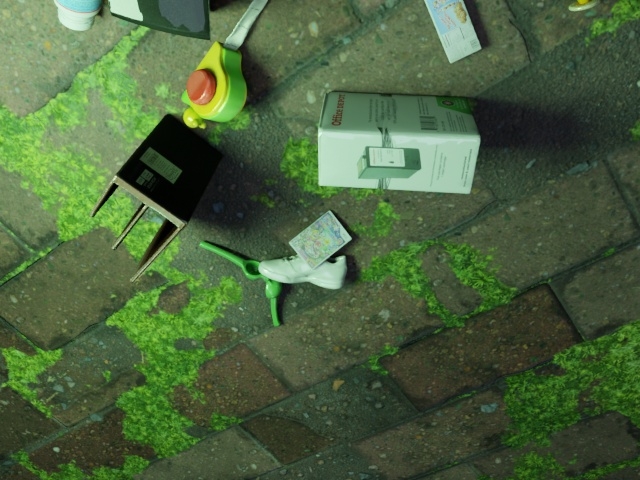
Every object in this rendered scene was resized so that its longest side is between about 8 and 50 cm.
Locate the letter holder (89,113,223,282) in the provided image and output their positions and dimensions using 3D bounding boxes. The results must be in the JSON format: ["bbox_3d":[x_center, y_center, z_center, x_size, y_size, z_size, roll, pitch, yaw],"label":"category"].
[{"bbox_3d":[-0.351,-0.087,1.195,0.152,0.301,0.214,37,119,-17],"label":"letter holder"}]

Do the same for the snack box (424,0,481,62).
[{"bbox_3d":[0.240,-0.428,1.090,0.064,0.022,0.178,-22,118,19],"label":"snack box"}]

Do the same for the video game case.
[{"bbox_3d":[0.000,0.000,1.357,0.122,0.011,0.087,-38,104,0],"label":"video game case"}]

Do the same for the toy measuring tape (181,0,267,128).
[{"bbox_3d":[-0.165,-0.333,1.128,0.121,0.121,0.330,36,119,-17],"label":"toy measuring tape"}]

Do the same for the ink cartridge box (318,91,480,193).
[{"bbox_3d":[0.145,-0.198,1.136,0.290,0.211,0.121,4,124,4],"label":"ink cartridge box"}]

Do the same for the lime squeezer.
[{"bbox_3d":[-0.163,0.095,1.453,0.110,0.058,0.310,-10,128,47],"label":"lime squeezer"}]

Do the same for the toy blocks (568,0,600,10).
[{"bbox_3d":[0.487,-0.493,1.009,0.123,0.054,0.148,-14,120,14],"label":"toy blocks"}]

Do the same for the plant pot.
[{"bbox_3d":[-0.276,-0.463,0.990,0.167,0.187,0.188,-2,126,-11],"label":"plant pot"}]

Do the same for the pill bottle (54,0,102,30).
[{"bbox_3d":[-0.444,-0.470,1.066,0.087,0.087,0.160,25,143,-11],"label":"pill bottle"}]

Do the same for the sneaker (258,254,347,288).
[{"bbox_3d":[-0.040,0.054,1.402,0.213,0.080,0.094,7,111,-8],"label":"sneaker"}]
